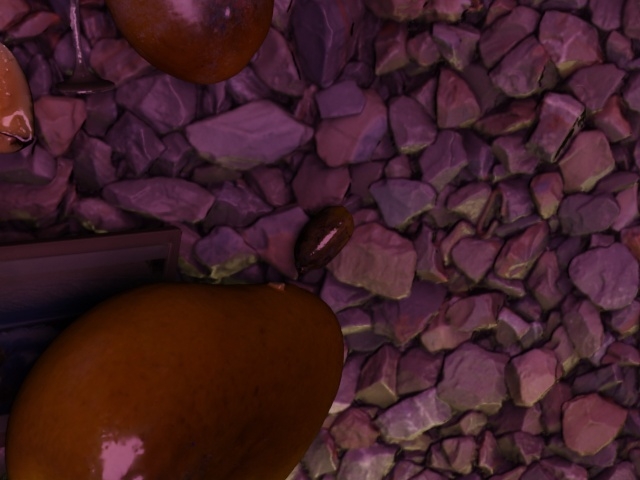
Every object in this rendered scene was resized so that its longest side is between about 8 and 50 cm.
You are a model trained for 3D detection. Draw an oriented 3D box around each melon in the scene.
[{"bbox_3d":[-0.378,-0.158,1.316,0.160,0.079,0.128,14,83,-21],"label":"melon"}]

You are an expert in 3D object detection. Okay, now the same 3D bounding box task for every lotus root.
[{"bbox_3d":[0.000,0.000,1.492,0.049,0.054,0.099,39,91,-34],"label":"lotus root"}]

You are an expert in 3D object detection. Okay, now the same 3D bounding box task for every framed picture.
[{"bbox_3d":[-0.284,0.106,1.361,0.315,0.024,0.232,-8,112,-51],"label":"framed picture"}]

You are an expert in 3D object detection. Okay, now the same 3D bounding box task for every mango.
[{"bbox_3d":[-0.141,0.175,1.376,0.445,0.220,0.301,-32,120,-44],"label":"mango"},{"bbox_3d":[-0.153,-0.317,1.301,0.193,0.146,0.316,-28,104,-28],"label":"mango"}]

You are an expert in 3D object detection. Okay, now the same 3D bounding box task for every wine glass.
[{"bbox_3d":[-0.261,-0.289,1.314,0.074,0.074,0.262,-8,106,-16],"label":"wine glass"}]
